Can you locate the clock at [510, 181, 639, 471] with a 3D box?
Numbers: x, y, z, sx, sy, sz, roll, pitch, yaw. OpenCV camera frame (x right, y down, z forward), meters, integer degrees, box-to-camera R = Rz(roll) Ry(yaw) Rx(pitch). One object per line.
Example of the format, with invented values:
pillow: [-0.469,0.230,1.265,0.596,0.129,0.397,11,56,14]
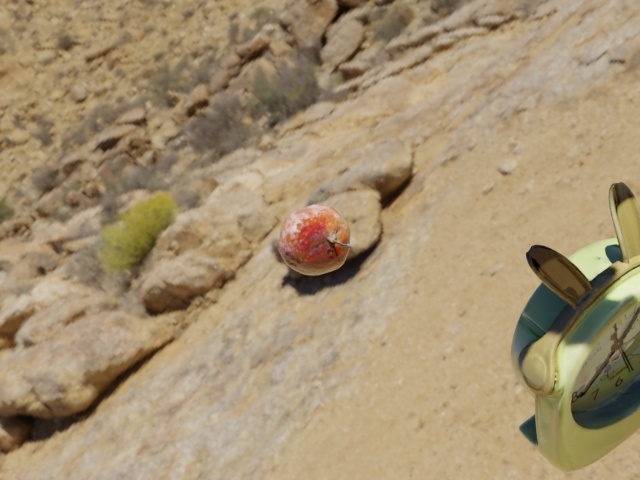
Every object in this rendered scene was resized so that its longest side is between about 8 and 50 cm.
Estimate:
clock: [0.219,0.067,0.642,0.170,0.232,0.069,-33,43,-11]

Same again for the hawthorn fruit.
hawthorn fruit: [0.000,0.000,0.747,0.067,0.066,0.103,-50,11,-10]
